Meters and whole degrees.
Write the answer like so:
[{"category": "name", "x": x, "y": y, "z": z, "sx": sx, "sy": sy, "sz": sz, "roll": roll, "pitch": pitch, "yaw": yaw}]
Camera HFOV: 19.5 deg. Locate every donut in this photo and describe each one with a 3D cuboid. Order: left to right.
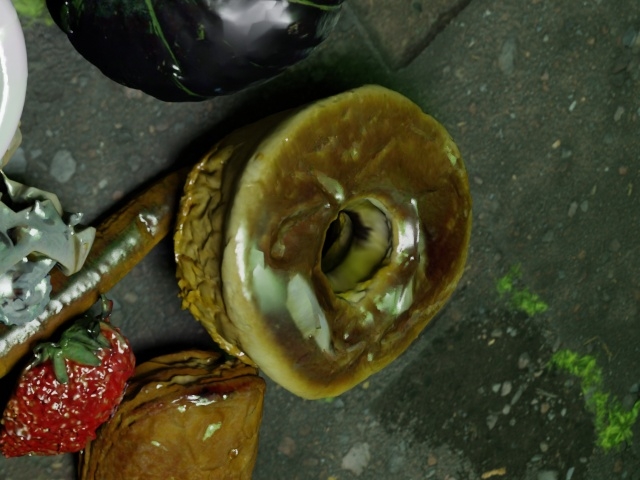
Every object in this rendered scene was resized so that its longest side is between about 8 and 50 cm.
[{"category": "donut", "x": 0.000, "y": 0.000, "z": 1.869, "sx": 0.330, "sy": 0.160, "sz": 0.330, "roll": -5, "pitch": 97, "yaw": -40}]

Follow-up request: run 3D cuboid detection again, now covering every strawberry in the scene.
[{"category": "strawberry", "x": -0.239, "y": 0.147, "z": 1.793, "sx": 0.192, "sy": 0.085, "sz": 0.140, "roll": -53, "pitch": 170, "yaw": -2}]

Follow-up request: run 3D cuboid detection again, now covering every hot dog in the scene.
[{"category": "hot dog", "x": -0.146, "y": 0.235, "z": 1.919, "sx": 0.196, "sy": 0.122, "sz": 0.272, "roll": -12, "pitch": 128, "yaw": -31}]

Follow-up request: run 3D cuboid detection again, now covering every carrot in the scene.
[{"category": "carrot", "x": -0.224, "y": 0.024, "z": 1.802, "sx": 0.314, "sy": 0.066, "sz": 0.066, "roll": -41, "pitch": 129, "yaw": -17}]

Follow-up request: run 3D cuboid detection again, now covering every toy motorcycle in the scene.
[{"category": "toy motorcycle", "x": -0.283, "y": -0.041, "z": 1.711, "sx": 0.130, "sy": 0.094, "sz": 0.229, "roll": -27, "pitch": 112, "yaw": -28}]

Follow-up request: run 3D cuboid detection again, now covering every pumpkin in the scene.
[{"category": "pumpkin", "x": -0.094, "y": -0.264, "z": 1.623, "sx": 0.296, "sy": 0.296, "sz": 0.296, "roll": -16, "pitch": 120, "yaw": -29}]

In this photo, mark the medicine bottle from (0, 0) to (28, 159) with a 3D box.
[{"category": "medicine bottle", "x": -0.389, "y": -0.154, "z": 1.472, "sx": 0.252, "sy": 0.241, "sz": 0.252, "roll": -17, "pitch": 122, "yaw": -29}]
